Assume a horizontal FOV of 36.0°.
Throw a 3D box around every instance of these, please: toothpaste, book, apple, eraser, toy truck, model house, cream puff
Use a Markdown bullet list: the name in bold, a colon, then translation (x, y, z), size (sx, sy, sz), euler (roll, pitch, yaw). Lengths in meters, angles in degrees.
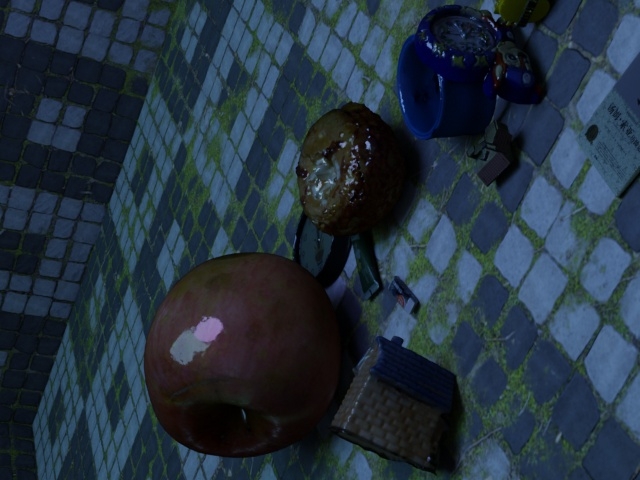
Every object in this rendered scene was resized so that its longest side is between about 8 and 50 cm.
- **toothpaste**: translation (0.075, 0.013, 1.783), size (0.049, 0.031, 0.204), euler (-51, 39, 43)
- **book**: translation (0.400, -0.159, 1.242), size (0.182, 0.014, 0.127), euler (-59, 32, 34)
- **apple**: translation (-0.137, 0.196, 1.775), size (0.364, 0.363, 0.364), euler (-35, 49, 54)
- **eraser**: translation (0.136, 0.090, 1.643), size (0.027, 0.019, 0.099), euler (-67, 30, 20)
- **toy truck**: translation (0.285, -0.434, 1.486), size (0.114, 0.098, 0.227), euler (116, 151, -49)
- **model house**: translation (0.112, 0.242, 1.502), size (0.172, 0.166, 0.183), euler (-67, 9, -13)
- **model house**: translation (0.259, -0.128, 1.459), size (0.083, 0.057, 0.058), euler (-47, 35, 43)
- **cream puff**: translation (0.057, -0.124, 1.735), size (0.240, 0.163, 0.240), euler (10, 102, 61)

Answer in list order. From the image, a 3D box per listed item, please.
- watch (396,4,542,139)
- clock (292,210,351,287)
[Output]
- **watch**: translation (0.208, -0.244, 1.514), size (0.200, 0.171, 0.196), euler (113, 154, -52)
- **clock**: translation (0.000, 0.000, 1.922), size (0.184, 0.040, 0.185), euler (-33, 51, 54)
